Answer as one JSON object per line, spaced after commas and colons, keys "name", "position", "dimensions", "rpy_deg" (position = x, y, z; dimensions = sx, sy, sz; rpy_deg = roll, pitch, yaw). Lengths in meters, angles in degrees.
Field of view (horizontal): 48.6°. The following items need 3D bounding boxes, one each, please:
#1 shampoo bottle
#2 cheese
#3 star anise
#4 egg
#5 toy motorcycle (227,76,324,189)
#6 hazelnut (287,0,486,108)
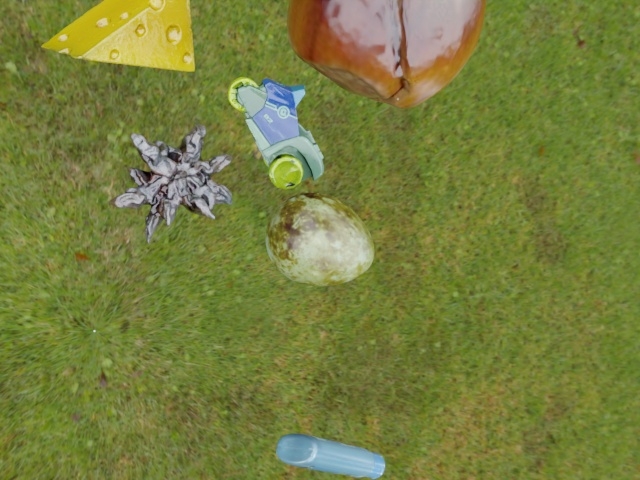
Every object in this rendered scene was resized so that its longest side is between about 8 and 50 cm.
{"name": "shampoo bottle", "position": [0.035, 0.435, 1.417], "dimensions": [0.258, 0.103, 0.061], "rpy_deg": [27, 64, -42]}
{"name": "cheese", "position": [-0.256, -0.262, 0.901], "dimensions": [0.171, 0.093, 0.126], "rpy_deg": [-30, 133, -39]}
{"name": "star anise", "position": [-0.288, -0.122, 1.444], "dimensions": [0.282, 0.129, 0.212], "rpy_deg": [-21, 87, -37]}
{"name": "egg", "position": [0.000, 0.000, 1.814], "dimensions": [0.289, 0.238, 0.238], "rpy_deg": [13, 77, 17]}
{"name": "toy motorcycle", "position": [-0.106, -0.317, 1.943], "dimensions": [0.199, 0.191, 0.327], "rpy_deg": [-25, 117, 1]}
{"name": "hazelnut", "position": [0.119, -0.427, 1.307], "dimensions": [0.372, 0.372, 0.315], "rpy_deg": [22, 36, -14]}
